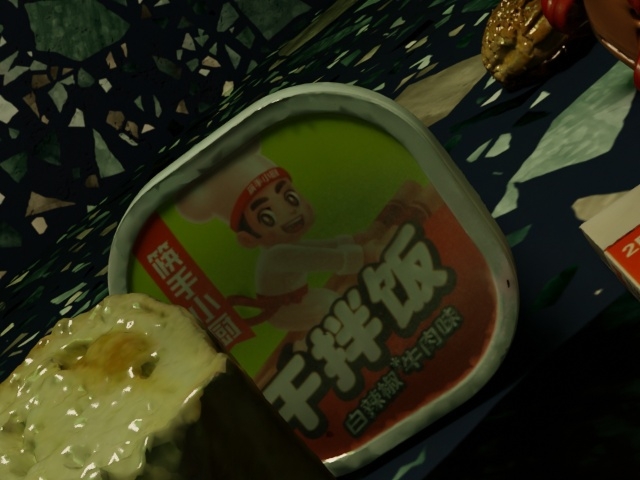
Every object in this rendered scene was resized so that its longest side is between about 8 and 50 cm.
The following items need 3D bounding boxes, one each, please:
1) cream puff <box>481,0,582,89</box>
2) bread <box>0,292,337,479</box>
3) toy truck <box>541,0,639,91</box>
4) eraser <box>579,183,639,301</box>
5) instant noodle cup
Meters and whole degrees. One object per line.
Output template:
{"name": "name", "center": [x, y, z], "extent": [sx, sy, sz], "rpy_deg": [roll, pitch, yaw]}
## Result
{"name": "cream puff", "center": [0.253, -0.251, 1.164], "extent": [0.133, 0.104, 0.119], "rpy_deg": [-28, 27, 31]}
{"name": "bread", "center": [-0.078, 0.177, 0.530], "extent": [0.196, 0.252, 0.238], "rpy_deg": [-38, 22, -13]}
{"name": "toy truck", "center": [0.324, -0.266, 0.841], "extent": [0.239, 0.265, 0.189], "rpy_deg": [-39, 54, 0]}
{"name": "eraser", "center": [0.275, -0.004, 0.618], "extent": [0.157, 0.038, 0.230], "rpy_deg": [-35, 19, 9]}
{"name": "instant noodle cup", "center": [0.000, 0.000, 0.813], "extent": [0.294, 0.294, 0.308], "rpy_deg": [-35, 11, 10]}
